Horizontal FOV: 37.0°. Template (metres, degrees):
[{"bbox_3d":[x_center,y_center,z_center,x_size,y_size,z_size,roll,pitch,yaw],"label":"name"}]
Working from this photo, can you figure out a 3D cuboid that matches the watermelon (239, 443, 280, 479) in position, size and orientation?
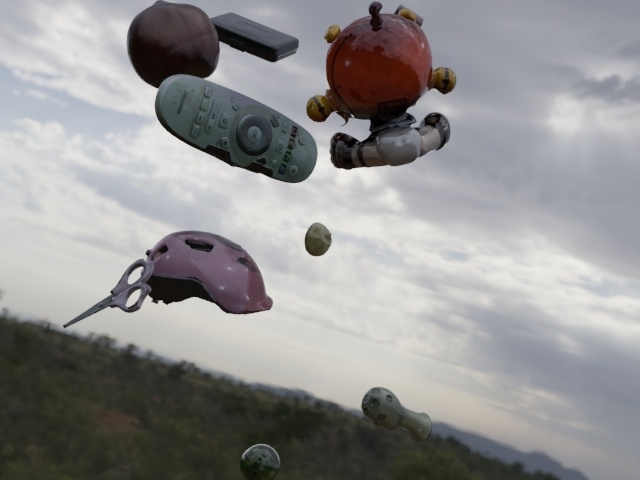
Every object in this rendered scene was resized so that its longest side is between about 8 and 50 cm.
[{"bbox_3d":[-0.145,0.542,2.320,0.108,0.109,0.109,16,-11,3],"label":"watermelon"}]

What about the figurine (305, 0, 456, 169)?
[{"bbox_3d":[0.125,-0.313,1.927,0.319,0.323,0.196,-15,12,-7],"label":"figurine"}]

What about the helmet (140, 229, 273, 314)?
[{"bbox_3d":[-0.220,0.056,1.854,0.253,0.154,0.198,-3,7,-12],"label":"helmet"}]

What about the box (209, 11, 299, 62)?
[{"bbox_3d":[-0.186,-0.550,2.586,0.230,0.050,0.160,25,28,15],"label":"box"}]

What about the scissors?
[{"bbox_3d":[-0.337,0.097,1.507,0.189,0.100,0.015,-27,-47,21],"label":"scissors"}]

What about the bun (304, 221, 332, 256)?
[{"bbox_3d":[0.000,0.000,2.307,0.054,0.086,0.086,11,-12,26],"label":"bun"}]

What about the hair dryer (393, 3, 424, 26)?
[{"bbox_3d":[0.188,-0.490,2.085,0.063,0.037,0.114,34,7,7],"label":"hair dryer"}]

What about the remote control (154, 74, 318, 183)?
[{"bbox_3d":[-0.110,-0.146,1.285,0.256,0.098,0.045,24,-8,-31],"label":"remote control"}]

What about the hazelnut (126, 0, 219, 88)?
[{"bbox_3d":[-0.364,-0.474,2.322,0.229,0.230,0.229,16,-11,3],"label":"hazelnut"}]

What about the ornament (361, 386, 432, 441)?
[{"bbox_3d":[0.151,0.358,1.972,0.156,0.081,0.075,30,15,-27],"label":"ornament"}]
